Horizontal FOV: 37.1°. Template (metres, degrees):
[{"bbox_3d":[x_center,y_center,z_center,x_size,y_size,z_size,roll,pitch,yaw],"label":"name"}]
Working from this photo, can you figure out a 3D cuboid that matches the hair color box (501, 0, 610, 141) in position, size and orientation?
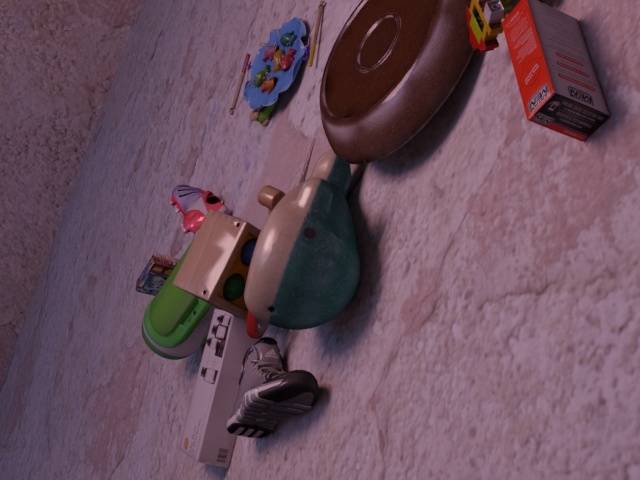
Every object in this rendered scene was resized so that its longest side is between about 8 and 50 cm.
[{"bbox_3d":[0.228,-0.170,0.934,0.043,0.072,0.141,-49,33,42],"label":"hair color box"}]

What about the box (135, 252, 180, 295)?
[{"bbox_3d":[-0.258,0.074,1.751,0.094,0.137,0.027,-50,34,42],"label":"box"}]

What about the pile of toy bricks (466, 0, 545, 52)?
[{"bbox_3d":[0.193,-0.307,1.088,0.105,0.118,0.212,92,162,-62],"label":"pile of toy bricks"}]

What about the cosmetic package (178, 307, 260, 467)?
[{"bbox_3d":[-0.161,0.234,1.537,0.099,0.060,0.239,0,75,66],"label":"cosmetic package"}]

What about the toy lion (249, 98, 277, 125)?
[{"bbox_3d":[-0.096,-0.274,1.753,0.096,0.034,0.100,-47,35,32],"label":"toy lion"}]

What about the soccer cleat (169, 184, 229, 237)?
[{"bbox_3d":[-0.236,-0.067,1.887,0.095,0.083,0.248,-40,24,2],"label":"soccer cleat"}]

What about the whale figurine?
[{"bbox_3d":[0.000,0.000,1.283,0.216,0.141,0.272,107,-173,-49],"label":"whale figurine"}]

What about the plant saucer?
[{"bbox_3d":[0.090,-0.249,1.246,0.310,0.050,0.311,-38,38,37],"label":"plant saucer"}]

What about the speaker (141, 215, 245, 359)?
[{"bbox_3d":[-0.207,0.087,1.648,0.296,0.131,0.131,-51,33,41],"label":"speaker"}]

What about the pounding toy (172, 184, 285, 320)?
[{"bbox_3d":[-0.093,0.017,1.446,0.094,0.181,0.206,20,81,38],"label":"pounding toy"}]

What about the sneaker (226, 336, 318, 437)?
[{"bbox_3d":[-0.071,0.187,1.346,0.228,0.086,0.132,-42,37,52],"label":"sneaker"}]

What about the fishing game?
[{"bbox_3d":[-0.089,-0.318,1.709,0.264,0.041,0.189,-15,56,53],"label":"fishing game"}]

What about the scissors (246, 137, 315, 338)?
[{"bbox_3d":[-0.054,0.002,1.371,0.109,0.021,0.297,-28,-44,-58],"label":"scissors"}]
